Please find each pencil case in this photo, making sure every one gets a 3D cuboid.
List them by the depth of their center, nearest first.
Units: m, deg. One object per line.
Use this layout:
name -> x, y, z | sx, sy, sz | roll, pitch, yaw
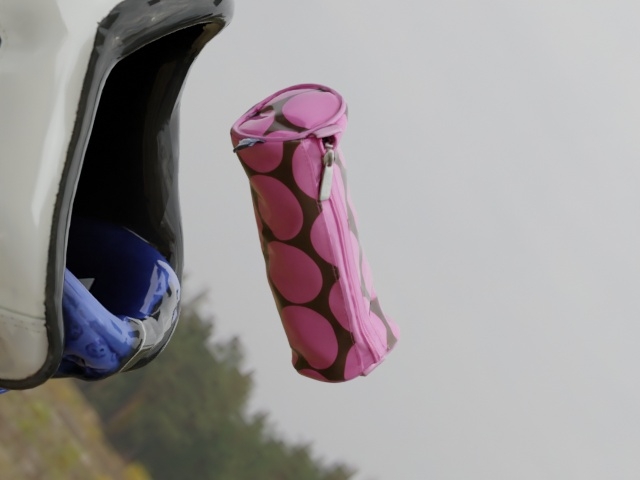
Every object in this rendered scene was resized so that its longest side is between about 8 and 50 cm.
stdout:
pencil case -> 0.000, 0.000, 1.404 | 0.098, 0.095, 0.209 | 17, -48, 47

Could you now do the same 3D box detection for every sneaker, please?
sneaker -> -0.144, -0.003, 0.574 | 0.182, 0.315, 0.127 | 50, 10, 10
